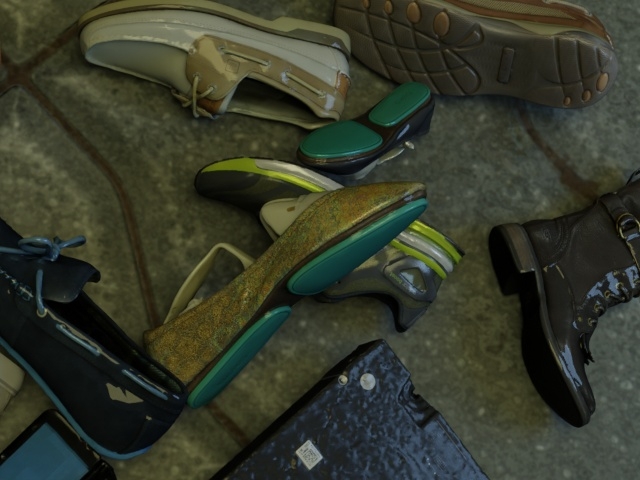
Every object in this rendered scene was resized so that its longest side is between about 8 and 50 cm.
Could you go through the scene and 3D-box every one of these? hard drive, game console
[{"bbox_3d":[0.007,0.293,1.610,0.339,0.064,0.237,-41,97,-27],"label":"hard drive"},{"bbox_3d":[-0.279,0.260,1.559,0.144,0.124,0.085,-44,115,1],"label":"game console"}]

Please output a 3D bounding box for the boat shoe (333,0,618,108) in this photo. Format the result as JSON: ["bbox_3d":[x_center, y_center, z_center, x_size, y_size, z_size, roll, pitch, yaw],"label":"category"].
[{"bbox_3d":[0.175,-0.235,1.791,0.324,0.123,0.116,15,41,0],"label":"boat shoe"}]

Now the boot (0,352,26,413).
[{"bbox_3d":[-0.404,0.117,1.527,0.258,0.095,0.123,44,72,-37],"label":"boot"}]

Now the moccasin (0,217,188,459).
[{"bbox_3d":[-0.262,0.060,1.596,0.117,0.137,0.342,-40,97,20],"label":"moccasin"}]

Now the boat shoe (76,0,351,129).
[{"bbox_3d":[-0.112,-0.188,1.704,0.302,0.113,0.103,4,71,-13],"label":"boat shoe"}]

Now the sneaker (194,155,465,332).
[{"bbox_3d":[0.000,0.000,1.692,0.300,0.111,0.121,23,82,-1],"label":"sneaker"}]

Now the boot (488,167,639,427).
[{"bbox_3d":[0.328,0.057,1.758,0.229,0.091,0.263,-15,79,-15],"label":"boot"}]

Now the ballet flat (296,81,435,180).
[{"bbox_3d":[0.053,-0.106,1.728,0.203,0.074,0.074,-33,86,-37],"label":"ballet flat"}]

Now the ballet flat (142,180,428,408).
[{"bbox_3d":[-0.049,0.028,1.611,0.348,0.123,0.123,-42,89,14],"label":"ballet flat"}]
